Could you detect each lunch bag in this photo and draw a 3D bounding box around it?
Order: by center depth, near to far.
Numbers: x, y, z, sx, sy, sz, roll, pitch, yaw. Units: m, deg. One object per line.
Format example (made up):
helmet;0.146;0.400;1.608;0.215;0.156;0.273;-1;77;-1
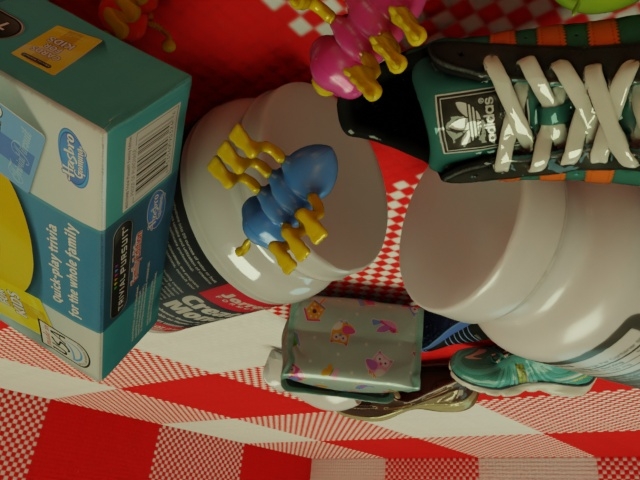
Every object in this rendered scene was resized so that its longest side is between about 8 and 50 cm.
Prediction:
lunch bag;0.042;0.191;0.973;0.223;0.160;0.262;7;162;-4

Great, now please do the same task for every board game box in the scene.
board game box;-0.267;-0.071;0.399;0.336;0.079;0.254;29;135;6

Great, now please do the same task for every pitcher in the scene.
pitcher;-0.002;0.319;1.256;0.207;0.125;0.178;2;146;23

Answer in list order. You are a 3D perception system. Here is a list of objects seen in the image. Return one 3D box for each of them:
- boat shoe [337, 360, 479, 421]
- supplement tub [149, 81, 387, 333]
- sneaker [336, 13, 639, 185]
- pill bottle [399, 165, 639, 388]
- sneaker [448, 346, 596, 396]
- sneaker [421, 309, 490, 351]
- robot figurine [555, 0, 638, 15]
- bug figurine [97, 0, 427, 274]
boat shoe;0.170;0.321;1.252;0.342;0.123;0.123;-8;137;24
supplement tub;-0.093;-0.021;0.549;0.272;0.191;0.191;-18;144;37
sneaker;0.132;-0.076;0.342;0.121;0.108;0.302;-24;-157;-30
pill bottle;0.277;0.028;0.550;0.363;0.210;0.210;18;150;-21
sneaker;0.381;0.223;1.058;0.275;0.107;0.110;-2;133;6
sneaker;0.232;0.137;0.909;0.090;0.081;0.232;19;150;-15
robot figurine;0.148;-0.170;0.296;0.067;0.115;0.101;27;145;-33
bug figurine;-0.046;-0.129;0.349;0.216;0.279;0.072;-41;169;36
